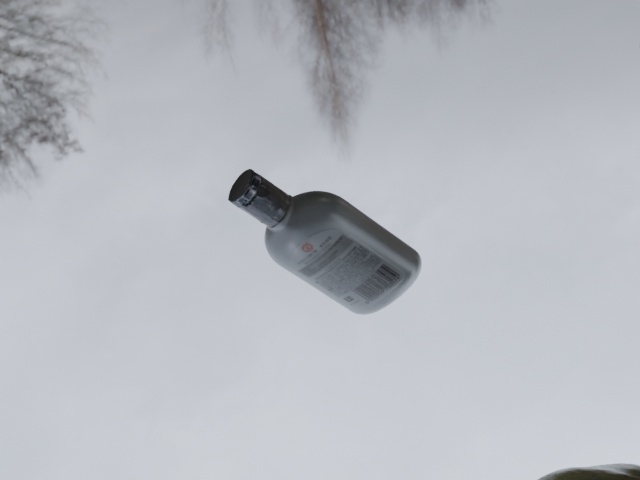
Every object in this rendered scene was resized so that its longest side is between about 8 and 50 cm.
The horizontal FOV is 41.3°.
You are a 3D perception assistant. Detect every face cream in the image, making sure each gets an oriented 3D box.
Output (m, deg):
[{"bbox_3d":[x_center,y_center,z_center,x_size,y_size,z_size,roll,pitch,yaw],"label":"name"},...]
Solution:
[{"bbox_3d":[0.000,0.000,1.180,0.144,0.291,0.071,-42,-149,28],"label":"face cream"}]

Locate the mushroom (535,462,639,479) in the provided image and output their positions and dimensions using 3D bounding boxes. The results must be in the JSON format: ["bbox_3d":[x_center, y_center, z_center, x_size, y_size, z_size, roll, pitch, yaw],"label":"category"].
[{"bbox_3d":[0.341,0.439,1.005,0.352,0.352,0.260,-28,-170,-26],"label":"mushroom"}]
